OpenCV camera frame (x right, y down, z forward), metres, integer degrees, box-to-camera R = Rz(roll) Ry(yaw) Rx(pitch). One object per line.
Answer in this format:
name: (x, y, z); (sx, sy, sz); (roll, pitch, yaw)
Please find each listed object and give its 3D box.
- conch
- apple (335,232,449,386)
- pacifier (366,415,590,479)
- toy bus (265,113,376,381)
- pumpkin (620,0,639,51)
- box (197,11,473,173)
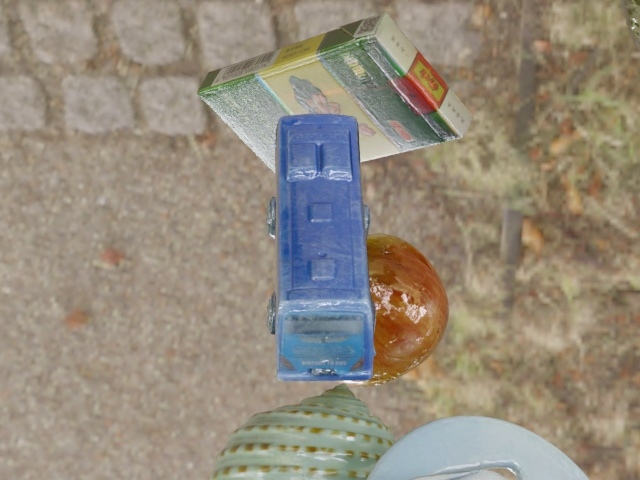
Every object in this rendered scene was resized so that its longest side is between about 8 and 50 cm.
conch: (-0.029, 0.204, 1.104); (0.131, 0.200, 0.172); (49, 152, -24)
apple: (0.040, 0.057, 1.227); (0.146, 0.147, 0.146); (7, 144, 5)
pacifier: (0.105, 0.284, 0.981); (0.244, 0.300, 0.233); (-4, 152, -22)
toy bus: (0.003, -0.001, 1.006); (0.079, 0.237, 0.094); (4, 131, -6)
pumpkin: (0.448, -0.404, 1.855); (0.242, 0.325, 0.232); (-24, 152, 14)
box: (0.008, -0.123, 1.244); (0.235, 0.034, 0.132); (-11, 133, 46)
